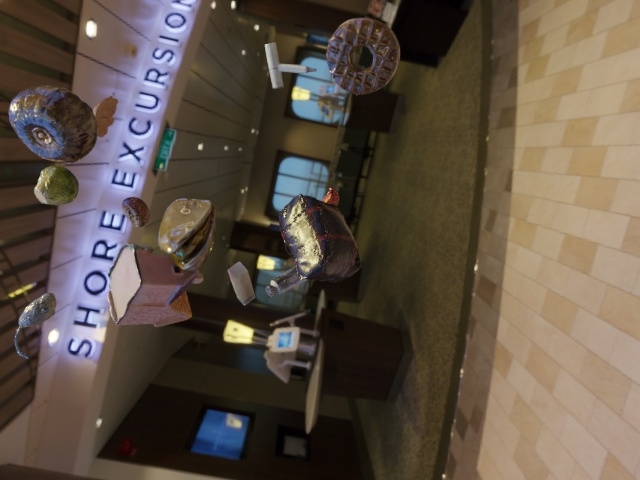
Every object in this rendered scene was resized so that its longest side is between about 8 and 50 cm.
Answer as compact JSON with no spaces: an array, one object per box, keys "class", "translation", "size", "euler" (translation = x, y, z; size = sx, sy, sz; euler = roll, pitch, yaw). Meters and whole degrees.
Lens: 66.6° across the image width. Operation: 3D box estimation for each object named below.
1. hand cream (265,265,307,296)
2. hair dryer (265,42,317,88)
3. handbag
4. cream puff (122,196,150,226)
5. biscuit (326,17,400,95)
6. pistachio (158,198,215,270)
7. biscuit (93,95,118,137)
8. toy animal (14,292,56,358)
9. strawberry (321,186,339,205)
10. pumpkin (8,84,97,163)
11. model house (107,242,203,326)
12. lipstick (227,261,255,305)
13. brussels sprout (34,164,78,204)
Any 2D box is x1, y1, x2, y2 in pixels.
[{"class":"hand cream","translation":[-0.078,0.121,1.753],"size":[0.091,0.271,0.058],"euler":[42,145,31]},{"class":"hair dryer","translation":[-0.098,-0.626,1.719],"size":[0.044,0.183,0.154],"euler":[-60,-37,-59]},{"class":"handbag","translation":[0.000,0.000,1.233],"size":[0.155,0.169,0.215],"euler":[-37,61,31]},{"class":"cream puff","translation":[-0.825,-0.132,2.195],"size":[0.084,0.149,0.149],"euler":[-35,-25,-35]},{"class":"biscuit","translation":[0.186,-0.805,2.133],"size":[0.103,0.332,0.332],"euler":[-70,-5,-52]},{"class":"pistachio","translation":[-0.383,-0.027,1.446],"size":[0.197,0.166,0.288],"euler":[-38,34,6]},{"class":"biscuit","translation":[-0.861,-0.480,1.910],"size":[0.133,0.027,0.184],"euler":[-44,-12,-51]},{"class":"toy animal","translation":[-0.927,0.270,1.556],"size":[0.253,0.079,0.070],"euler":[-54,-10,10]},{"class":"strawberry","translation":[0.026,-0.109,1.910],"size":[0.188,0.082,0.121],"euler":[-58,15,6]},{"class":"pumpkin","translation":[-0.708,-0.317,1.323],"size":[0.162,0.219,0.219],"euler":[-79,3,-50]},{"class":"model house","translation":[-0.515,0.131,1.546],"size":[0.237,0.237,0.202],"euler":[-51,50,31]},{"class":"lipstick","translation":[-0.348,0.196,2.165],"size":[0.068,0.066,0.317],"euler":[-37,-20,-18]},{"class":"brussels sprout","translation":[-1.116,-0.228,2.071],"size":[0.161,0.144,0.180],"euler":[89,-156,-55]}]
